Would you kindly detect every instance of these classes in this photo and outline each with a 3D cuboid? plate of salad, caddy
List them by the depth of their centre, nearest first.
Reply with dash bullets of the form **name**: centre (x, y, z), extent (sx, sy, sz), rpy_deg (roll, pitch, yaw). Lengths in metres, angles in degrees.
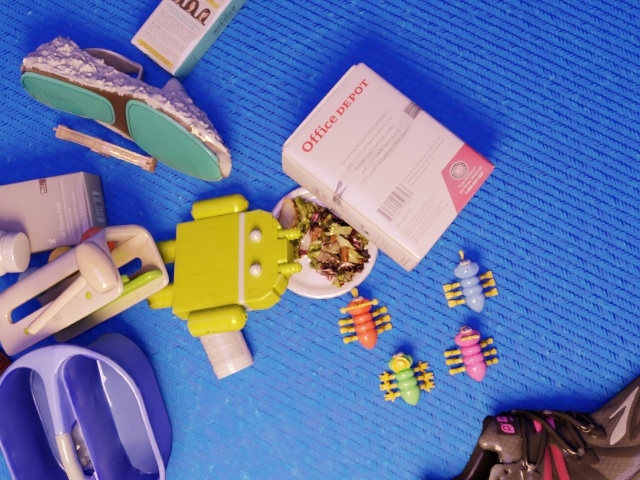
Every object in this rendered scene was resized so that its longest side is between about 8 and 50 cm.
- **caddy**: centre (-0.376, 0.313, 1.214), extent (0.241, 0.179, 0.341), rpy_deg (-13, 103, 5)
- **plate of salad**: centre (0.000, 0.000, 1.297), extent (0.200, 0.048, 0.199), rpy_deg (0, 87, 4)

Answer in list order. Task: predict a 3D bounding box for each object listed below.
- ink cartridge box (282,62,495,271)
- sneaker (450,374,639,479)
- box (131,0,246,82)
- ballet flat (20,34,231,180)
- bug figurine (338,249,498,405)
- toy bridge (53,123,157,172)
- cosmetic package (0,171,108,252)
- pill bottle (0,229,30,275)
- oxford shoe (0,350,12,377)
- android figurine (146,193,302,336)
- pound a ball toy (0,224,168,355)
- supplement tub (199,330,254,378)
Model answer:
- **ink cartridge box**: centre (0.106, -0.120, 1.244), extent (0.283, 0.117, 0.207), rpy_deg (39, 79, 6)
- **sneaker**: centre (0.355, 0.345, 1.187), extent (0.483, 0.185, 0.202), rpy_deg (-34, 89, 1)
- **box**: centre (-0.213, -0.406, 1.325), extent (0.100, 0.060, 0.244), rpy_deg (39, 91, 5)
- **ballet flat**: centre (-0.316, -0.246, 1.298), extent (0.409, 0.147, 0.147), rpy_deg (26, 90, 4)
- **bug figurine**: centre (0.178, 0.151, 1.264), extent (0.279, 0.072, 0.216), rpy_deg (-20, 86, 3)
- **toy bridge**: centre (-0.383, -0.164, 1.326), extent (0.188, 0.063, 0.026), rpy_deg (20, 89, 5)
- **cosmetic package**: centre (-0.499, -0.038, 1.311), extent (0.238, 0.107, 0.127), rpy_deg (-11, 90, 1)
- **pill bottle**: centre (-0.550, 0.020, 1.228), extent (0.137, 0.078, 0.078), rpy_deg (-2, 87, 4)
- **oxford shoe**: centre (-0.699, 0.218, 1.327), extent (0.348, 0.123, 0.130), rpy_deg (21, 115, 4)
- **android figurine**: centre (-0.159, 0.038, 1.263), extent (0.273, 0.056, 0.248), rpy_deg (-8, 63, 16)
- **pound a ball toy**: centre (-0.401, 0.065, 1.196), extent (0.319, 0.208, 0.135), rpy_deg (-28, 82, 24)
- **supplement tub**: centre (-0.165, 0.174, 1.290), extent (0.071, 0.071, 0.107), rpy_deg (-24, 85, 3)
